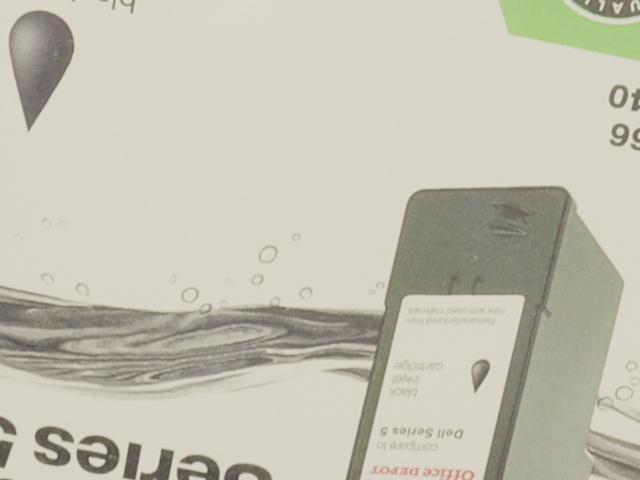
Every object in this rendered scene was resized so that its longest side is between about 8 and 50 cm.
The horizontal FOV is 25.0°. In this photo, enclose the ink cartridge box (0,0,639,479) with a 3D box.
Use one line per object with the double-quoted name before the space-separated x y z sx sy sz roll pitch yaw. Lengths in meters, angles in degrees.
"ink cartridge box" 0.000 0.000 0.411 0.198 0.273 0.115 11 16 -3
